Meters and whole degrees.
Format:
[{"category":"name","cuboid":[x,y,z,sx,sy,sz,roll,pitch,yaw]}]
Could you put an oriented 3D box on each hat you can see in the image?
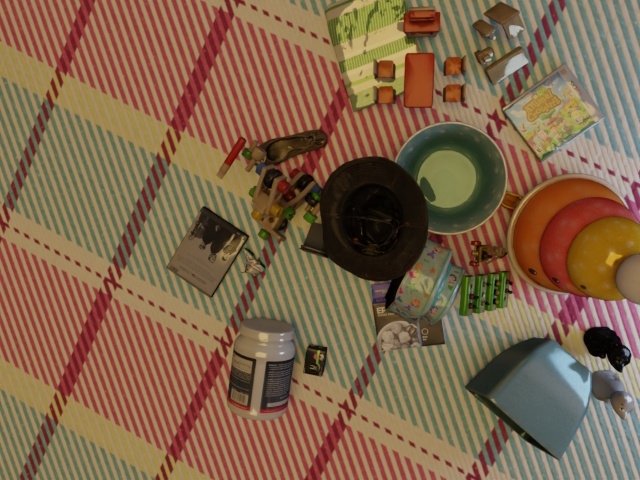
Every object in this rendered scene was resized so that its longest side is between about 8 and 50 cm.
[{"category":"hat","cuboid":[0.157,-0.063,1.583,0.331,0.134,0.331,5,102,25]}]

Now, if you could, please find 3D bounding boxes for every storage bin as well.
[{"category":"storage bin","cuboid":[0.000,0.000,1.770,0.098,0.135,0.091,17,88,8]}]

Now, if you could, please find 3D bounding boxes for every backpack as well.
[{"category":"backpack","cuboid":[0.290,0.117,1.637,0.191,0.253,0.225,25,71,13]}]

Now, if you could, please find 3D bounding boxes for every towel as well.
[{"category":"towel","cuboid":[0.165,-0.577,1.736,0.248,0.038,0.324,-18,93,11]}]

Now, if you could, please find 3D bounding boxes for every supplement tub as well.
[{"category":"supplement tub","cuboid":[-0.179,0.392,1.800,0.191,0.191,0.272,9,96,9]}]

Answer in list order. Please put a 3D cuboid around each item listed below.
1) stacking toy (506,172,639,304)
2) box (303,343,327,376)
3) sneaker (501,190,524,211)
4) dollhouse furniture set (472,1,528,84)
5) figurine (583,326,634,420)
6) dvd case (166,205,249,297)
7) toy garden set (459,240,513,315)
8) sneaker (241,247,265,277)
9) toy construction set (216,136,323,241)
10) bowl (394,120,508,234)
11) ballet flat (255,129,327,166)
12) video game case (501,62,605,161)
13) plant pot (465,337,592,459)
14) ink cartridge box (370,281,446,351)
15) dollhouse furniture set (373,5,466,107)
[{"category":"stacking toy","cuboid":[0.697,0.034,1.452,0.351,0.480,0.350,0,105,-1]},{"category":"box","cuboid":[-0.016,0.376,1.841,0.062,0.052,0.083,9,98,8]},{"category":"sneaker","cuboid":[0.593,-0.095,1.687,0.175,0.067,0.064,15,96,7]},{"category":"dollhouse furniture set","cuboid":[0.506,-0.566,1.681,0.144,0.123,0.151,-32,124,11]},{"category":"figurine","cuboid":[0.806,0.366,1.617,0.092,0.209,0.214,-6,94,10]},{"category":"dvd case","cuboid":[-0.364,0.038,1.883,0.179,0.029,0.238,34,100,5]},{"category":"toy garden set","cuboid":[0.481,0.102,1.641,0.049,0.244,0.203,9,98,44]},{"category":"sneaker","cuboid":[-0.230,0.076,1.858,0.069,0.038,0.098,-42,87,10]},{"category":"toy construction set","cuboid":[-0.168,-0.124,1.727,0.309,0.257,0.237,36,108,-5]},{"category":"bowl","cuboid":[0.363,-0.174,1.671,0.312,0.163,0.311,1,95,10]},{"category":"ballet flat","cuboid":[-0.099,-0.284,1.794,0.250,0.058,0.084,-14,92,11]},{"category":"video game case","cuboid":[0.663,-0.363,1.673,0.212,0.023,0.193,-36,88,11]},{"category":"plant pot","cuboid":[0.607,0.414,1.648,0.247,0.248,0.252,42,84,5]},{"category":"ink cartridge box","cuboid":[0.265,0.223,1.783,0.206,0.045,0.208,-9,92,10]},{"category":"dollhouse furniture set","cuboid":[0.277,-0.501,1.635,0.262,0.135,0.259,1,96,10]}]
